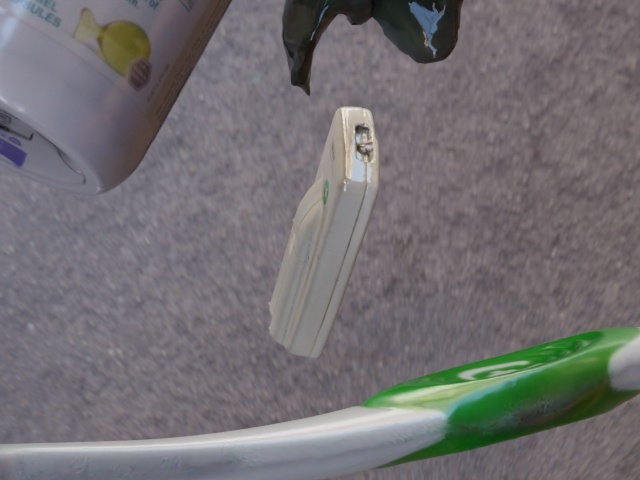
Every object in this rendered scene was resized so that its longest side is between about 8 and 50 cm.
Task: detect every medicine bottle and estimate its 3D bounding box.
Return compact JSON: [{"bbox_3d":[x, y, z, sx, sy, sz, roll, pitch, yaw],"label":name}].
[{"bbox_3d":[-0.098,-0.141,0.715,0.135,0.135,0.215,25,76,10],"label":"medicine bottle"}]

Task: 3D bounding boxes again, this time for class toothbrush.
[{"bbox_3d":[0.060,0.043,0.428,0.418,0.042,0.040,0,89,-21],"label":"toothbrush"}]

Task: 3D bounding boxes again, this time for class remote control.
[{"bbox_3d":[0.001,0.000,1.248,0.049,0.230,0.090,8,48,-9],"label":"remote control"}]

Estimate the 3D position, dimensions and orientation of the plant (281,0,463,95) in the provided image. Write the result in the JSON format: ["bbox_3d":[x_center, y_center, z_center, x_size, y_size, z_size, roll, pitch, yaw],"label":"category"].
[{"bbox_3d":[-0.006,-0.243,0.898,0.215,0.213,0.312,-37,95,29],"label":"plant"}]
